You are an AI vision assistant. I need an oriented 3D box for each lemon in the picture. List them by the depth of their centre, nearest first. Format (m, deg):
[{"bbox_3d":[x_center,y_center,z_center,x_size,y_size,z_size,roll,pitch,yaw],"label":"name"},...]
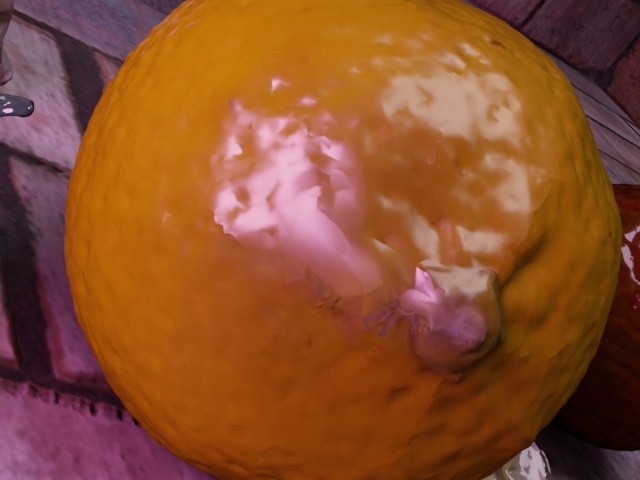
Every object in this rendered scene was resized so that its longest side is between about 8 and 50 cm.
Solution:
[{"bbox_3d":[0.008,-0.006,0.667,0.336,0.336,0.336,33,21,-15],"label":"lemon"}]

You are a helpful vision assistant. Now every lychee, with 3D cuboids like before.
[{"bbox_3d":[0.249,0.069,1.027,0.255,0.300,0.255,57,-5,7],"label":"lychee"}]

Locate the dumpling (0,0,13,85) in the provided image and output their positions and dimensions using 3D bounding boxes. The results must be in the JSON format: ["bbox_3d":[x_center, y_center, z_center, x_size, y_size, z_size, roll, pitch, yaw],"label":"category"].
[{"bbox_3d":[-0.287,-0.179,0.807,0.136,0.118,0.199,53,4,30],"label":"dumpling"}]

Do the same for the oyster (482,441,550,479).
[{"bbox_3d":[0.111,0.168,0.809,0.133,0.072,0.209,27,42,-44],"label":"oyster"}]

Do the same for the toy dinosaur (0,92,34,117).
[{"bbox_3d":[-0.309,-0.102,0.654,0.120,0.079,0.292,52,26,19],"label":"toy dinosaur"}]
